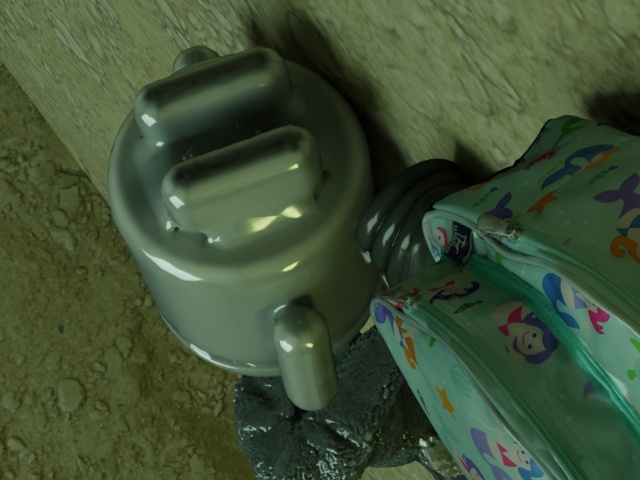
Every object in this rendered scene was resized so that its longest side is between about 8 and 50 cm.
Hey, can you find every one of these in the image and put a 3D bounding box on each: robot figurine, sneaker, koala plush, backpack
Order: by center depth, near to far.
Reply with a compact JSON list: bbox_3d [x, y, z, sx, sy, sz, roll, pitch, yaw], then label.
[{"bbox_3d":[0.157,0.063,0.747,0.225,0.191,0.253,57,163,-17],"label":"backpack"},{"bbox_3d":[0.099,0.047,1.138,0.147,0.105,0.295,49,163,27],"label":"sneaker"},{"bbox_3d":[-0.052,-0.012,1.284,0.353,0.200,0.300,77,176,-65],"label":"robot figurine"},{"bbox_3d":[0.041,0.165,1.554,0.196,0.203,0.221,20,177,35],"label":"koala plush"}]

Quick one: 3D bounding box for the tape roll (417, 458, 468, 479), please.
[{"bbox_3d":[0.082,0.291,1.728,0.189,0.189,0.080,52,169,2],"label":"tape roll"}]
